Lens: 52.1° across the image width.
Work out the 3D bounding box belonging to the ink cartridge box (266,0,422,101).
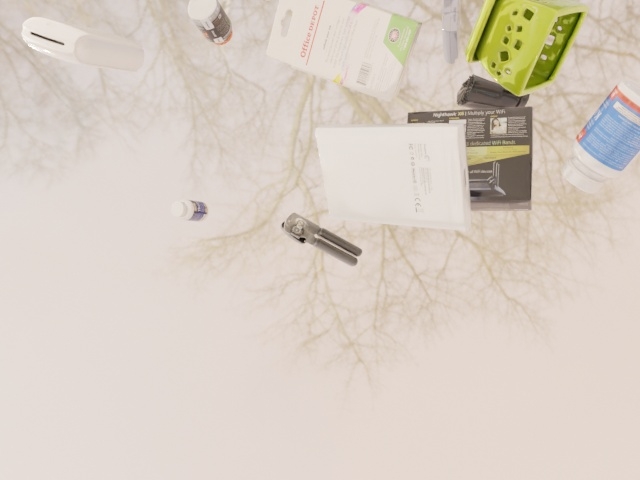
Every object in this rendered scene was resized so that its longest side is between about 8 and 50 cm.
[{"bbox_3d":[0.059,-0.518,1.691,0.353,0.207,0.119,22,-155,7],"label":"ink cartridge box"}]

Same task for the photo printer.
[{"bbox_3d":[-0.751,-0.616,2.060,0.256,0.307,0.107,23,-73,23],"label":"photo printer"}]

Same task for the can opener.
[{"bbox_3d":[0.000,0.000,2.200,0.076,0.283,0.095,-64,-169,-17],"label":"can opener"}]

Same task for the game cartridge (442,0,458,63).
[{"bbox_3d":[0.430,-0.759,2.143,0.062,0.198,0.297,0,-111,17],"label":"game cartridge"}]

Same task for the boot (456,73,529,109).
[{"bbox_3d":[0.544,-0.446,2.151,0.207,0.246,0.094,11,-111,-2],"label":"boot"}]

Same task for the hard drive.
[{"bbox_3d":[0.161,-0.147,1.484,0.353,0.233,0.047,6,-152,34],"label":"hard drive"}]

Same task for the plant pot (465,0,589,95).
[{"bbox_3d":[0.523,-0.533,1.703,0.207,0.227,0.228,37,-141,26],"label":"plant pot"}]

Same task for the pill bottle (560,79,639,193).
[{"bbox_3d":[0.606,-0.210,1.365,0.124,0.124,0.221,-99,-149,-50],"label":"pill bottle"}]

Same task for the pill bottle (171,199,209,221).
[{"bbox_3d":[-0.415,-0.095,2.077,0.067,0.120,0.067,-1,-92,28],"label":"pill bottle"}]

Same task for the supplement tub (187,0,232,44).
[{"bbox_3d":[-0.394,-0.797,2.376,0.117,0.190,0.117,-4,-106,13],"label":"supplement tub"}]

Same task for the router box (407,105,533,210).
[{"bbox_3d":[0.362,-0.198,1.612,0.309,0.081,0.243,1,-106,19],"label":"router box"}]
